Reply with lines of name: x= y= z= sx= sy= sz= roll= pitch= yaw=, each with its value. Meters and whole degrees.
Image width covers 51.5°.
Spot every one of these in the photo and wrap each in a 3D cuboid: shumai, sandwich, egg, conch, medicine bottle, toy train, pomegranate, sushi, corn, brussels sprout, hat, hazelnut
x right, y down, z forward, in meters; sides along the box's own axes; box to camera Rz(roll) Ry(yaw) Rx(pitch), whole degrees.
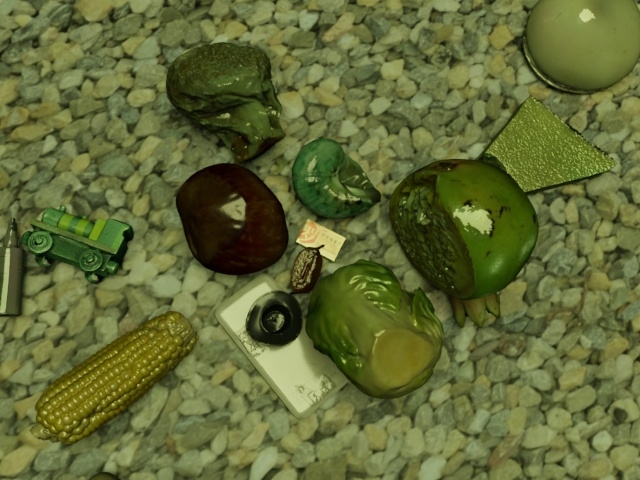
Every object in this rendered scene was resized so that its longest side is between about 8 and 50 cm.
shumai: x=-0.203 y=-0.289 z=1.399 sx=0.225 sy=0.221 sz=0.260 roll=-22 pitch=44 yaw=-20
sandwich: x=0.490 y=-0.165 z=1.472 sx=0.245 sy=0.063 sz=0.212 roll=40 pitch=81 yaw=4
egg: x=0.620 y=-0.480 z=1.491 sx=0.287 sy=0.174 sz=0.264 roll=-4 pitch=82 yaw=-9
conch: x=0.020 y=-0.130 z=1.391 sx=0.176 sy=0.122 sz=0.188 roll=-21 pitch=82 yaw=-30
medicine bottle: x=-0.622 y=0.052 z=1.325 sx=0.058 sy=0.057 sz=0.199 roll=1 pitch=79 yaw=-5
toy train: x=-0.491 y=0.002 z=1.341 sx=0.200 sy=0.083 sz=0.132 roll=21 pitch=66 yaw=0
pomegranate: x=0.306 y=-0.006 z=1.324 sx=0.216 sy=0.310 sz=0.358 roll=-32 pitch=117 yaw=-17
sushi: x=-0.026 y=0.059 z=1.378 sx=0.052 sy=0.055 sz=0.120 roll=13 pitch=85 yaw=12
corn: x=-0.393 y=0.261 z=1.265 sx=0.347 sy=0.130 sz=0.130 roll=-37 pitch=84 yaw=-15
brussels sprout: x=0.105 y=0.169 z=1.269 sx=0.260 sy=0.294 sz=0.227 roll=30 pitch=95 yaw=-21
hat: x=-0.093 y=0.159 z=1.312 sx=0.121 sy=0.050 sz=0.121 roll=6 pitch=68 yaw=-15
hazelnut: x=-0.163 y=-0.048 z=1.314 sx=0.218 sy=0.218 sz=0.233 roll=-21 pitch=81 yaw=-9

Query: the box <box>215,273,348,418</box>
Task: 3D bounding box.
box: x=-0.078 y=0.212 z=1.347 sx=0.142 sy=0.044 sz=0.285 roll=-38 pitch=83 yaw=-14

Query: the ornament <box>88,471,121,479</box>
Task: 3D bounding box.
ornament: x=-0.463 y=0.530 z=1.235 sx=0.230 sy=0.061 sz=0.245 roll=-41 pitch=87 yaw=-10

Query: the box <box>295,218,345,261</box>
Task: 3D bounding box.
box: x=0.000 y=0.000 z=1.413 sx=0.093 sy=0.015 sz=0.058 roll=28 pitch=79 yaw=0
